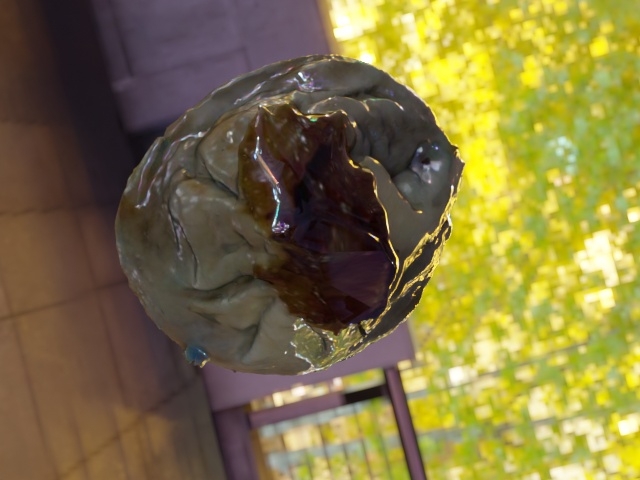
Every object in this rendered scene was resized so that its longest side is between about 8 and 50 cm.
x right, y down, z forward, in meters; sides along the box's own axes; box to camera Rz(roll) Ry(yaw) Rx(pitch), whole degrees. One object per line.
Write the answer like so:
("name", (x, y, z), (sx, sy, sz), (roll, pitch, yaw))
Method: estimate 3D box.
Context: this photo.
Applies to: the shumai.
("shumai", (0.000, 0.000, 0.816), (0.120, 0.201, 0.201), (51, -18, 57))
